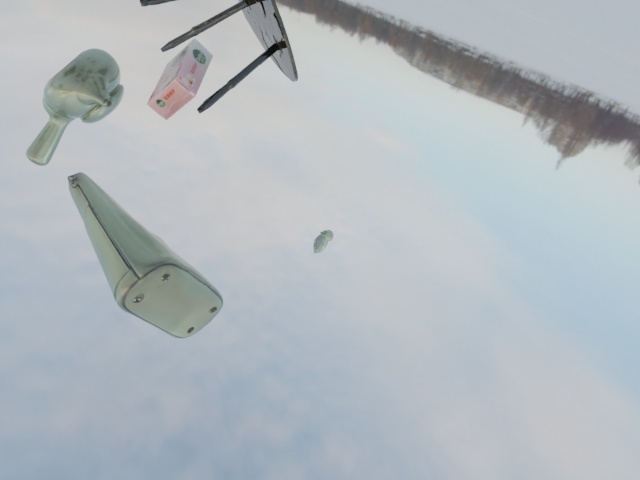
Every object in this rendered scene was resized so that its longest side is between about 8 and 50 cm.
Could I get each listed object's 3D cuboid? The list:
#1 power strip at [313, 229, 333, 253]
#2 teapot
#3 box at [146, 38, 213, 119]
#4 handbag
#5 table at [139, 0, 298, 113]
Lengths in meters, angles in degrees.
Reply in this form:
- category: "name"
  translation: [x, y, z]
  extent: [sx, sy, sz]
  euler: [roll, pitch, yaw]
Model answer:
- category: "power strip"
  translation: [0.000, 0.000, 1.193]
  extent: [0.035, 0.083, 0.055]
  euler: [20, -129, -24]
- category: "teapot"
  translation: [-0.645, -0.357, 1.221]
  extent: [0.149, 0.318, 0.220]
  euler: [49, -158, -31]
- category: "box"
  translation: [-0.244, -0.281, 0.816]
  extent: [0.043, 0.089, 0.125]
  euler: [38, -137, -35]
- category: "handbag"
  translation: [-0.294, 0.001, 0.764]
  extent: [0.315, 0.109, 0.241]
  euler: [49, 173, 33]
- category: "table"
  translation: [-0.244, -0.487, 1.063]
  extent: [0.249, 0.317, 0.317]
  euler: [-30, -137, -8]
